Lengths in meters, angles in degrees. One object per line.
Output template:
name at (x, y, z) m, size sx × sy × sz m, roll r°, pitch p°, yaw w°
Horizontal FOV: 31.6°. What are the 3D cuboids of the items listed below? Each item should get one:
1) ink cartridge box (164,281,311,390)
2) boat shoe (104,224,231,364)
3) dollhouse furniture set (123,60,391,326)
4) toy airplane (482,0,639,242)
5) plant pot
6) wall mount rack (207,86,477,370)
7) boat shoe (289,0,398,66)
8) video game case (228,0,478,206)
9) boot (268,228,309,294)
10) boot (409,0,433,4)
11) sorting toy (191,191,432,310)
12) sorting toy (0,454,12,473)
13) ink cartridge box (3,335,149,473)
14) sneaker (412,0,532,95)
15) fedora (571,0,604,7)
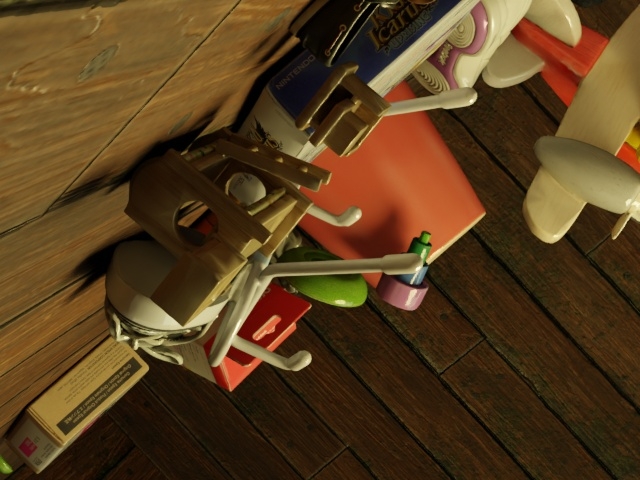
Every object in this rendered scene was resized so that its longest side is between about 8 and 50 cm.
ink cartridge box at (-0.130, 0.105, 1.467) m, size 0.134 × 0.231 × 0.078 m, roll -43°, pitch 138°, yaw -31°
boat shoe at (-0.156, 0.058, 1.093) m, size 0.105 × 0.113 × 0.306 m, roll -61°, pitch -173°, yaw 8°
dollhouse furniture set at (-0.053, -0.056, 0.762) m, size 0.161 × 0.101 × 0.182 m, roll -50°, pitch 177°, yaw 20°
toy airplane at (0.407, -0.197, 1.437) m, size 0.385 × 0.385 × 0.272 m, roll -4°, pitch 174°, yaw -25°
plant pot at (0.092, -0.068, 1.662) m, size 0.275 × 0.243 × 0.275 m, roll -39°, pitch 174°, yaw -5°
wall mount rack at (0.013, -0.021, 1.142) m, size 0.304 × 0.131 × 0.350 m, roll -52°, pitch -165°, yaw 57°
boat shoe at (0.039, -0.175, 0.768) m, size 0.133 × 0.042 × 0.049 m, roll -44°, pitch 178°, yaw 14°
video game case at (0.036, -0.157, 1.004) m, size 0.269 × 0.061 × 0.244 m, roll -43°, pitch 180°, yaw -19°
boot at (-0.047, -0.009, 1.584) m, size 0.083 × 0.161 × 0.246 m, roll -43°, pitch 180°, yaw -19°
boot at (0.162, -0.240, 0.598) m, size 0.220 × 0.109 × 0.283 m, roll -41°, pitch -179°, yaw -22°
sorting toy at (0.000, 0.000, 1.451) m, size 0.127 × 0.366 × 0.126 m, roll 50°, pitch -57°, yaw 54°
sorting toy at (-0.427, 0.271, 1.407) m, size 0.042 × 0.061 × 0.102 m, roll -42°, pitch 157°, yaw -16°
ink cartridge box at (-0.403, 0.269, 1.853) m, size 0.193 × 0.088 × 0.235 m, roll -44°, pitch -179°, yaw -32°
sneaker at (0.196, -0.267, 1.403) m, size 0.152 × 0.114 × 0.305 m, roll -42°, pitch 180°, yaw -15°
fedora at (0.447, -0.474, 1.727) m, size 0.334 × 0.152 × 0.334 m, roll -43°, pitch 180°, yaw 0°
